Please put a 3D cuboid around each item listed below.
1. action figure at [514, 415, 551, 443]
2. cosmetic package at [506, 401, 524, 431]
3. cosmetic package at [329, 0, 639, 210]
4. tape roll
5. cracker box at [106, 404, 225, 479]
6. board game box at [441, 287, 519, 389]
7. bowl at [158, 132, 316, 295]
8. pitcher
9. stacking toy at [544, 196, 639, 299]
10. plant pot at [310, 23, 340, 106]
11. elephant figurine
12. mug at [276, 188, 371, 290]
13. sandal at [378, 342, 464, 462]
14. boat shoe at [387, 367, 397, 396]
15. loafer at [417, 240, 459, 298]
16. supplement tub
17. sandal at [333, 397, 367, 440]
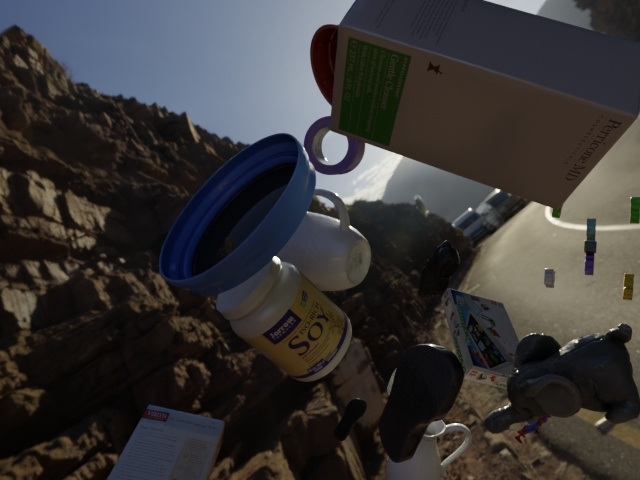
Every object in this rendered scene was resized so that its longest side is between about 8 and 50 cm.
[{"bbox_3d":[0.487,0.417,1.030,0.115,0.030,0.038,-22,-53,-30],"label":"action figure"},{"bbox_3d":[0.546,0.484,1.272,0.041,0.060,0.115,3,0,32],"label":"cosmetic package"},{"bbox_3d":[0.213,-0.211,0.647,0.197,0.366,0.155,93,-158,-58],"label":"cosmetic package"},{"bbox_3d":[0.045,-0.308,1.490,0.189,0.189,0.080,-43,-10,25],"label":"tape roll"},{"bbox_3d":[-0.279,0.417,0.808,0.232,0.156,0.067,-76,-2,-60],"label":"cracker box"},{"bbox_3d":[0.464,0.273,1.286,0.305,0.193,0.053,-86,15,-54],"label":"board game box"},{"bbox_3d":[-0.171,-0.057,0.950,0.391,0.077,0.391,-30,36,24],"label":"bowl"},{"bbox_3d":[0.246,0.505,1.051,0.125,0.178,0.207,-60,-23,-76],"label":"pitcher"},{"bbox_3d":[0.596,0.012,1.004,0.167,0.221,0.052,5,-12,33],"label":"stacking toy"},{"bbox_3d":[0.153,-0.571,1.424,0.265,0.272,0.272,-33,-11,-24],"label":"plant pot"},{"bbox_3d":[0.413,0.256,0.816,0.240,0.185,0.169,-8,-14,12],"label":"elephant figurine"},{"bbox_3d":[0.000,0.000,1.626,0.276,0.328,0.373,-23,-62,-49],"label":"mug"},{"bbox_3d":[0.145,0.232,0.665,0.055,0.097,0.254,-6,-43,-21],"label":"sandal"},{"bbox_3d":[0.274,0.511,1.468,0.096,0.088,0.267,-40,-44,-39],"label":"boat shoe"},{"bbox_3d":[0.329,0.089,1.289,0.076,0.078,0.223,5,-39,-8],"label":"loafer"},{"bbox_3d":[-0.097,0.209,1.263,0.241,0.331,0.241,-34,28,21],"label":"supplement tub"},{"bbox_3d":[0.104,0.646,1.649,0.179,0.067,0.040,-45,-21,-35],"label":"sandal"}]
